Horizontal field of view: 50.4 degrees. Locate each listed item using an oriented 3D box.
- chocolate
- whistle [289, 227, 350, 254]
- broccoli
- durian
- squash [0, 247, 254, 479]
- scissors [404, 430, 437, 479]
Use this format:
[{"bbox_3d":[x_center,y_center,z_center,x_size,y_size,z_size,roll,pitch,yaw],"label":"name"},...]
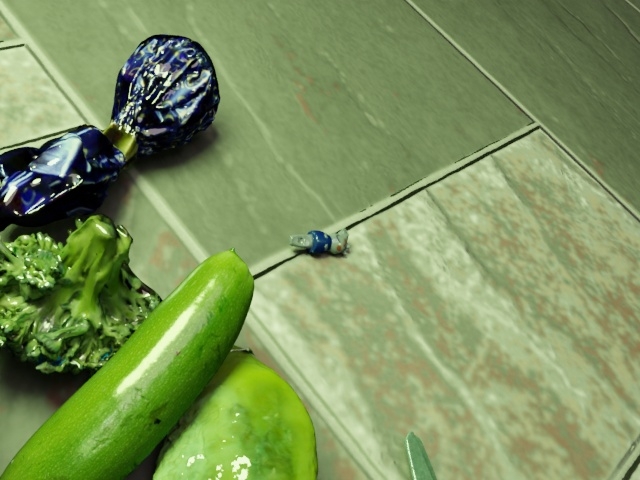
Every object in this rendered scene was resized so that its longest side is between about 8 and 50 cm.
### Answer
[{"bbox_3d":[-0.234,-0.099,0.731,0.126,0.148,0.343,65,35,-30],"label":"chocolate"},{"bbox_3d":[0.000,0.000,0.825,0.083,0.029,0.033,3,85,-30],"label":"whistle"},{"bbox_3d":[-0.215,0.038,0.600,0.167,0.160,0.154,43,23,-1],"label":"broccoli"},{"bbox_3d":[-0.070,0.192,0.584,0.139,0.101,0.250,23,43,-7],"label":"durian"},{"bbox_3d":[-0.150,0.126,0.571,0.082,0.082,0.292,38,66,7],"label":"squash"},{"bbox_3d":[0.145,0.381,0.587,0.192,0.029,0.447,2,53,-26],"label":"scissors"}]
